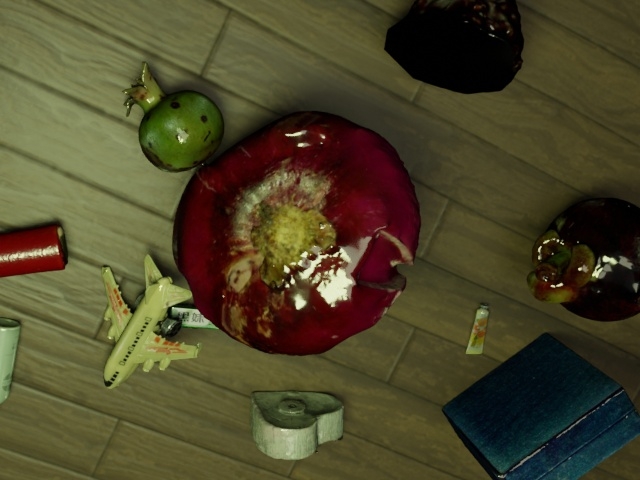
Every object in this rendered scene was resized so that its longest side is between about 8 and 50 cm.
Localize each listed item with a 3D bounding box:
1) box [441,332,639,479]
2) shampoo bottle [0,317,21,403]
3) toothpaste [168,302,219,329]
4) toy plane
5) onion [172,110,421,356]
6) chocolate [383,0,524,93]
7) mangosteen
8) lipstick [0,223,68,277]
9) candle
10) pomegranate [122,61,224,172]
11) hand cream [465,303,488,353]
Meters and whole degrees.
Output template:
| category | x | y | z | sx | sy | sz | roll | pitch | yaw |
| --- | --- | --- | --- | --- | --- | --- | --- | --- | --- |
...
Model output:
| category | x | y | z | sx | sy | sz | roll | pitch | yaw |
| --- | --- | --- | --- | --- | --- | --- | --- | --- | --- |
| box | 0.392 | 0.323 | 1.613 | 0.261 | 0.279 | 0.116 | -33 | 107 | -3 |
| shampoo bottle | -0.545 | 0.229 | 1.497 | 0.056 | 0.056 | 0.195 | 10 | 102 | -15 |
| toothpaste | -0.175 | 0.136 | 1.565 | 0.178 | 0.043 | 0.037 | 6 | 101 | -14 |
| toy plane | -0.300 | 0.151 | 1.500 | 0.229 | 0.092 | 0.244 | 37 | 116 | 20 |
| onion | 0.000 | 0.000 | 1.464 | 0.420 | 0.398 | 0.398 | 16 | 102 | -59 |
| chocolate | 0.249 | -0.372 | 1.488 | 0.206 | 0.224 | 0.177 | 35 | 68 | -41 |
| mangosteen | 0.482 | 0.037 | 1.588 | 0.265 | 0.228 | 0.228 | -6 | 105 | -31 |
| lipstick | -0.534 | 0.027 | 1.441 | 0.241 | 0.080 | 0.080 | -9 | 105 | -10 |
| candle | -0.056 | 0.321 | 1.589 | 0.168 | 0.192 | 0.068 | 11 | 103 | 30 |
| pomegranate | -0.241 | -0.184 | 1.430 | 0.169 | 0.148 | 0.148 | 29 | 95 | -7 |
| hand cream | 0.301 | 0.170 | 1.694 | 0.035 | 0.022 | 0.102 | 3 | 106 | -21 |
